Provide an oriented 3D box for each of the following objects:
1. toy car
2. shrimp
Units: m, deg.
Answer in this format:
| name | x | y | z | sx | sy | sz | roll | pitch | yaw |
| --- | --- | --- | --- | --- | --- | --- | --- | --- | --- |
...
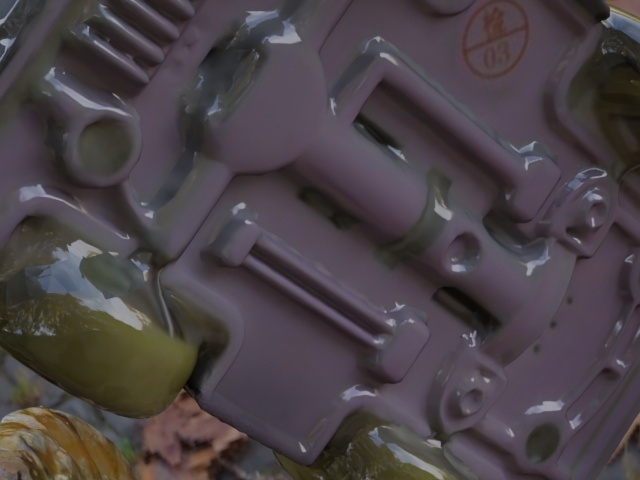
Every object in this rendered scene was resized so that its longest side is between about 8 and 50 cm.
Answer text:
| name | x | y | z | sx | sy | sz | roll | pitch | yaw |
| --- | --- | --- | --- | --- | --- | --- | --- | --- | --- |
| toy car | -0.011 | -0.041 | 0.619 | 0.242 | 0.336 | 0.226 | -57 | 40 | 1 |
| shrimp | -0.180 | 0.250 | 1.060 | 0.071 | 0.233 | 0.365 | -28 | 16 | 17 |
